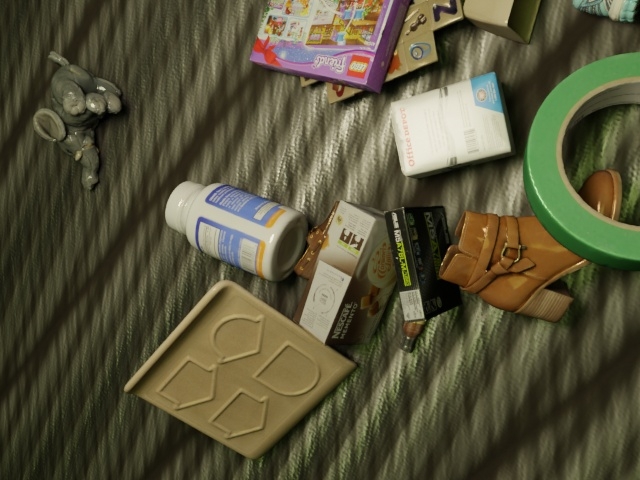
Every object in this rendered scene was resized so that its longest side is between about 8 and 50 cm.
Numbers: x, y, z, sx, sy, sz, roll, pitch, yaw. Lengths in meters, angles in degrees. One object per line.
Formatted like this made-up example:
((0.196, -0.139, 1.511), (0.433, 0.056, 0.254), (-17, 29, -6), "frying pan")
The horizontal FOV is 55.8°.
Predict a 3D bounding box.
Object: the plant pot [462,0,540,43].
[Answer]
((0.307, -0.408, 1.032), (0.096, 0.109, 0.109), (19, 100, 35), "plant pot")

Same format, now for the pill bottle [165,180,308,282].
((-0.175, -0.029, 1.233), (0.272, 0.152, 0.152), (22, 101, 23), "pill bottle")

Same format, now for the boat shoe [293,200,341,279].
((0.000, 0.000, 1.195), (0.060, 0.064, 0.178), (23, 104, -1), "boat shoe")

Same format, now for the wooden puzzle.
((-0.154, 0.257, 1.195), (0.348, 0.080, 0.322), (35, 110, -23), "wooden puzzle")

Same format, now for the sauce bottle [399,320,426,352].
((0.179, 0.148, 1.140), (0.042, 0.042, 0.128), (22, 100, 22), "sauce bottle")

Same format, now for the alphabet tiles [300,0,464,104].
((0.094, -0.425, 1.132), (0.342, 0.011, 0.285), (-15, 77, 32), "alphabet tiles")

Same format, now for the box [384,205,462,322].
((0.183, 0.035, 1.056), (0.045, 0.184, 0.191), (-12, 86, 34), "box")

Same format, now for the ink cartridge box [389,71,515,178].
((0.236, -0.199, 1.079), (0.190, 0.082, 0.139), (-12, 87, 25), "ink cartridge box")

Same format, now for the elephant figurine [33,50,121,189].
((-0.579, -0.272, 1.414), (0.239, 0.169, 0.186), (-50, 43, 34), "elephant figurine")

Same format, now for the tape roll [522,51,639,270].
((0.471, -0.118, 0.897), (0.321, 0.077, 0.321), (-3, 74, 12), "tape roll")

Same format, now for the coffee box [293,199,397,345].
((0.065, 0.064, 1.122), (0.098, 0.141, 0.246), (32, 104, 42), "coffee box")

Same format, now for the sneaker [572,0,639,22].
((0.475, -0.495, 0.949), (0.122, 0.110, 0.283), (17, 99, 26), "sneaker")

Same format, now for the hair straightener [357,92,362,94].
((0.102, -0.397, 1.148), (0.089, 0.047, 0.230), (40, 112, 18), "hair straightener")

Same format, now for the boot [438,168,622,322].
((0.340, -0.015, 0.998), (0.220, 0.109, 0.283), (21, 113, 0), "boot")

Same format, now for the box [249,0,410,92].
((0.013, -0.407, 1.143), (0.293, 0.057, 0.201), (23, 97, 34), "box")
